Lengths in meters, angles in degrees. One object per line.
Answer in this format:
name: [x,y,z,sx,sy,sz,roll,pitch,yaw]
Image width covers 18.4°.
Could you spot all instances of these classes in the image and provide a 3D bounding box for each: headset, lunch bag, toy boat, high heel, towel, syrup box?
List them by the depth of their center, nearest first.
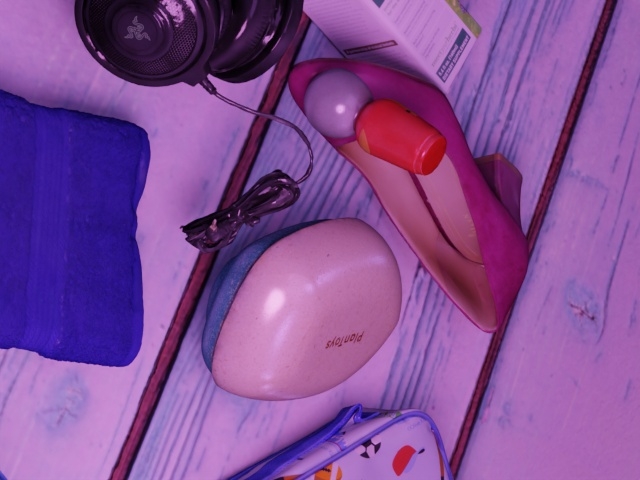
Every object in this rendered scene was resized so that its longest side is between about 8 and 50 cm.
towel: [-0.276,-0.014,1.713,0.308,0.076,0.227,13,75,-51]
headset: [-0.134,-0.194,1.816,0.243,0.185,0.394,-11,70,-58]
toy boat: [0.000,0.000,1.899,0.267,0.148,0.318,1,116,-61]
lunch bag: [0.016,0.299,1.944,0.303,0.115,0.243,-28,102,-39]
high heel: [0.096,-0.047,2.022,0.377,0.127,0.181,27,58,-40]
syrup box: [0.049,-0.255,2.026,0.237,0.096,0.093,46,59,-30]

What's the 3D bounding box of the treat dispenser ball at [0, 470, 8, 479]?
treat dispenser ball: [-0.354,0.268,1.500,0.288,0.288,0.288,4,84,-41]
